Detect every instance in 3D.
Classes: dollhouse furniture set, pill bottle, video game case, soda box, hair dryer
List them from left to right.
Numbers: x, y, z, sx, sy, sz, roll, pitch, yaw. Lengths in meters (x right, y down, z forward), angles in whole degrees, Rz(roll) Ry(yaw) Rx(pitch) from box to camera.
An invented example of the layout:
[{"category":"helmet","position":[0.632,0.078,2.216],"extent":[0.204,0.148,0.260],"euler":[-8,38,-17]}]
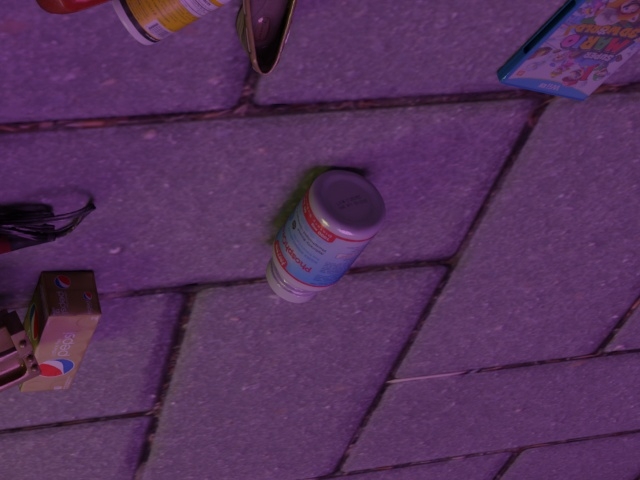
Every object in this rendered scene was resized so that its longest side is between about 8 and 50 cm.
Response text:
[{"category":"hair dryer","position":[-0.384,0.017,1.446],"extent":[0.294,0.080,0.223],"euler":[-24,151,16]},{"category":"dollhouse furniture set","position":[-0.360,0.143,1.501],"extent":[0.144,0.123,0.151],"euler":[-24,136,-13]},{"category":"soda box","position":[-0.299,0.105,1.662],"extent":[0.061,0.058,0.181],"euler":[-1,149,-24]},{"category":"pill bottle","position":[-0.108,-0.212,1.195],"extent":[0.116,0.065,0.065],"euler":[-26,150,17]},{"category":"pill bottle","position":[0.000,0.000,1.595],"extent":[0.087,0.087,0.160],"euler":[1,146,-28]},{"category":"video game case","position":[0.269,-0.200,1.451],"extent":[0.119,0.015,0.166],"euler":[6,144,-35]}]

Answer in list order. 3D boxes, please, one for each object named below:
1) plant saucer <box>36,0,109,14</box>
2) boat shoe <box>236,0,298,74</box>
[{"category":"plant saucer","position":[-0.123,-0.278,1.043],"extent":[0.259,0.047,0.258],"euler":[-18,140,3]},{"category":"boat shoe","position":[-0.043,-0.205,1.256],"extent":[0.056,0.048,0.153],"euler":[-6,150,-17]}]
